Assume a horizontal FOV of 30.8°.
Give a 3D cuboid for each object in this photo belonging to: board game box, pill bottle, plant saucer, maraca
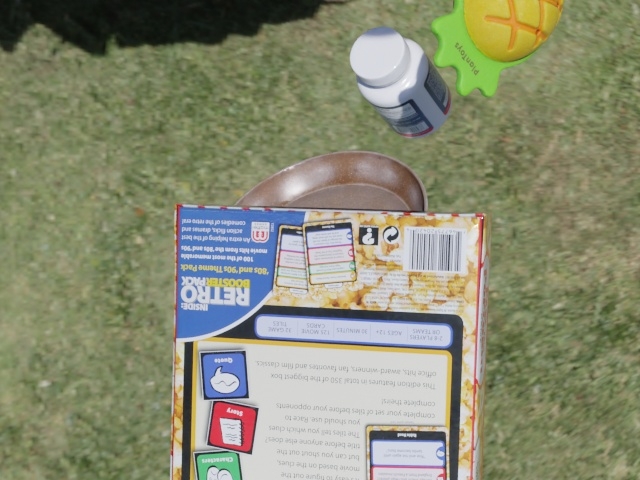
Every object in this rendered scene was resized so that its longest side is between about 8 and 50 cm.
[{"bbox_3d":[0.004,0.080,0.551,0.147,0.045,0.193,3,92,12],"label":"board game box"},{"bbox_3d":[0.113,-0.229,1.669,0.108,0.180,0.107,-9,67,21],"label":"pill bottle"},{"bbox_3d":[0.000,0.000,0.847,0.169,0.168,0.029,4,138,30],"label":"plant saucer"},{"bbox_3d":[0.183,-0.233,1.196,0.185,0.127,0.099,-53,26,-15],"label":"maraca"}]
